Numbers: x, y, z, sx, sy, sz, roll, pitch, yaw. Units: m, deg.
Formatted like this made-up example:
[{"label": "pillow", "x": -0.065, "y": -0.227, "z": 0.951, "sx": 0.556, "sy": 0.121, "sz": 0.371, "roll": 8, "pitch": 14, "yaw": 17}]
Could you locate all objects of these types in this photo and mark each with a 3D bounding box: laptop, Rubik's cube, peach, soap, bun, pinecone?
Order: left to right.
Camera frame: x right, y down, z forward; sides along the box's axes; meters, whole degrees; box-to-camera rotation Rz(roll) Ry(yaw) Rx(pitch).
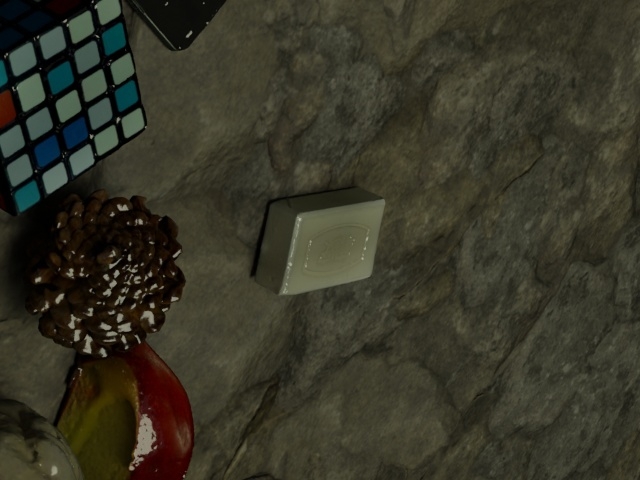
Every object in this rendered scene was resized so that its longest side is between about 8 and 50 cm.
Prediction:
[{"label": "bun", "x": -0.359, "y": 0.320, "z": 1.910, "sx": 0.281, "sy": 0.204, "sz": 0.282, "roll": 15, "pitch": 90, "yaw": -75}, {"label": "Rubik's cube", "x": -0.304, "y": -0.166, "z": 1.683, "sx": 0.184, "sy": 0.182, "sz": 0.187, "roll": -37, "pitch": 139, "yaw": -29}, {"label": "pinecone", "x": -0.245, "y": 0.041, "z": 1.923, "sx": 0.179, "sy": 0.150, "sz": 0.195, "roll": 22, "pitch": 117, "yaw": -11}, {"label": "peach", "x": -0.231, "y": 0.237, "z": 2.102, "sx": 0.154, "sy": 0.158, "sz": 0.267, "roll": 2, "pitch": 112, "yaw": -58}, {"label": "laptop", "x": -0.158, "y": -0.315, "z": 1.888, "sx": 0.154, "sy": 0.026, "sz": 0.207, "roll": -53, "pitch": 145, "yaw": -10}, {"label": "soap", "x": 0.000, "y": 0.000, "z": 2.279, "sx": 0.183, "sy": 0.063, "sz": 0.121, "roll": -12, "pitch": 121, "yaw": -47}]
